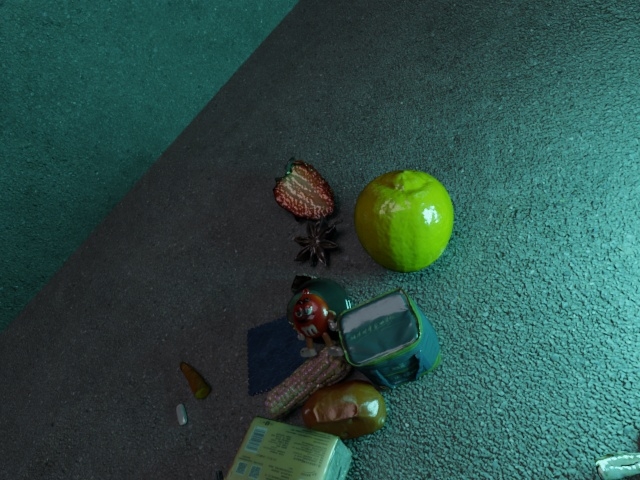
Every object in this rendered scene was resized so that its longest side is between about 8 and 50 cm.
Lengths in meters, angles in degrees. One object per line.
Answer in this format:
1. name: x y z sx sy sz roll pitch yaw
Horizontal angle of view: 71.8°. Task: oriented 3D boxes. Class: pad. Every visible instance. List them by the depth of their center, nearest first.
1. pad: -0.160 0.414 1.634 0.269 0.012 0.269 -23 52 18

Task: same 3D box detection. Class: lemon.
1. lemon: 0.273 -0.064 1.457 0.347 0.348 0.348 -15 55 23

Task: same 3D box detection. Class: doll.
1. doll: -0.017 0.259 1.384 0.183 0.085 0.218 -10 92 31

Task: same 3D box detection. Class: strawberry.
1. strawberry: -0.054 -0.190 1.887 0.306 0.137 0.233 46 111 16

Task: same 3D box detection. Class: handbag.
1. handbag: 0.209 0.302 1.324 0.262 0.241 0.223 -26 51 15

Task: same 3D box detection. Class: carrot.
1. carrot: -0.508 0.540 1.743 0.209 0.061 0.061 31 81 44

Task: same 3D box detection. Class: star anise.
1. star anise: 0.000 0.000 1.744 0.262 0.081 0.230 -39 48 19

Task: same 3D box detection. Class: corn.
1. corn: -0.042 0.468 1.466 0.335 0.126 0.127 -39 49 10

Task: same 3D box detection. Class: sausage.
1. sausage: 0.067 0.516 1.337 0.267 0.153 0.141 -17 28 22

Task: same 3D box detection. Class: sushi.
1. sushi: -0.040 0.174 1.658 0.150 0.090 0.078 8 63 37

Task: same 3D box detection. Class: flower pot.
1. flower pot: -0.025 0.243 1.513 0.235 0.148 0.236 -2 84 22

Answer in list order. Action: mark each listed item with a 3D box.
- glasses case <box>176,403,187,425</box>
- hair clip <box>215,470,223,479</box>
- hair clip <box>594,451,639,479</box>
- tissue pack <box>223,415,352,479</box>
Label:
1. glasses case: -0.535 0.669 1.699 0.032 0.021 0.083 -40 49 8
2. hair clip: -0.293 0.846 1.432 0.229 0.039 0.070 33 85 41
3. hair clip: 0.764 0.481 0.987 0.300 0.069 0.173 -18 55 9
4. tissue pack: -0.077 0.678 1.284 0.305 0.238 0.239 -1 62 31
